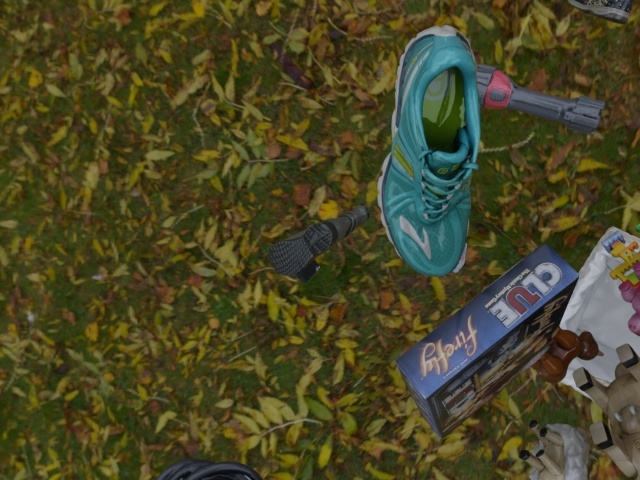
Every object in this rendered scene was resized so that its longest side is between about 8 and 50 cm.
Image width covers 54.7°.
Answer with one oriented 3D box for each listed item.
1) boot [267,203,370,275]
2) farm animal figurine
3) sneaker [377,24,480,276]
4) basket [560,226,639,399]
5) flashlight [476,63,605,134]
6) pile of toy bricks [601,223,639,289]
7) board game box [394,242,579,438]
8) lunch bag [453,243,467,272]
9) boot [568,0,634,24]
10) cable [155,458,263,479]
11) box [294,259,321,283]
[{"bbox_3d":[0.000,0.000,1.445,0.246,0.161,0.083,-28,89,44],"label":"boot"},{"bbox_3d":[0.453,0.200,0.841,0.172,0.327,0.330,41,136,-18],"label":"farm animal figurine"},{"bbox_3d":[0.116,-0.077,0.646,0.107,0.110,0.275,-4,117,0],"label":"sneaker"},{"bbox_3d":[0.692,0.177,1.337,0.328,0.266,0.331,29,112,16],"label":"basket"},{"bbox_3d":[0.504,-0.331,1.461,0.304,0.103,0.103,20,81,18],"label":"flashlight"},{"bbox_3d":[0.545,-0.004,0.946,0.212,0.118,0.105,-40,46,12],"label":"pile of toy bricks"},{"bbox_3d":[0.162,0.113,0.610,0.165,0.243,0.042,-38,62,-4],"label":"board game box"},{"bbox_3d":[0.325,0.031,1.551,0.053,0.071,0.083,-14,55,43],"label":"lunch bag"},{"bbox_3d":[0.672,-0.605,1.419,0.085,0.236,0.179,13,118,-11],"label":"boot"},{"bbox_3d":[-0.056,0.245,0.450,0.184,0.047,0.151,39,112,21],"label":"cable"},{"bbox_3d":[-0.052,0.054,1.536,0.062,0.052,0.083,-44,117,-10],"label":"box"}]
